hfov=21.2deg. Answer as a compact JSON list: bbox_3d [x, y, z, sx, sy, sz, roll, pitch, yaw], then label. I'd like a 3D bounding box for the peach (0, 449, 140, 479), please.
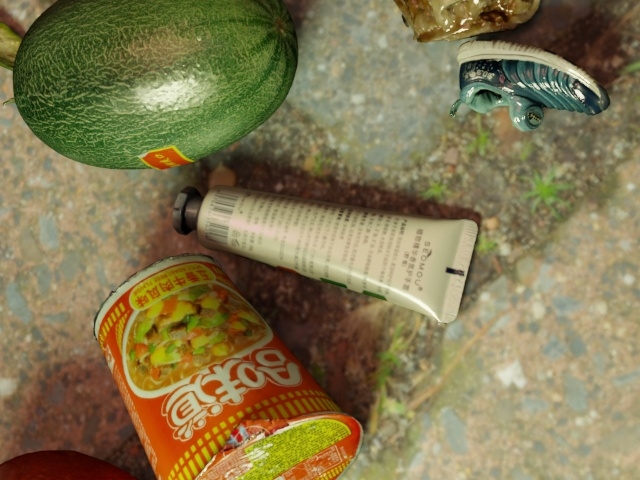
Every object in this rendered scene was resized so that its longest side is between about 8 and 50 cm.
[{"bbox_3d":[-0.216,0.320,1.460,0.281,0.238,0.281,7,62,-14],"label":"peach"}]

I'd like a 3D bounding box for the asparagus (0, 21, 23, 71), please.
[{"bbox_3d":[-0.351,-0.207,1.710,0.178,0.041,0.045,23,98,23],"label":"asparagus"}]

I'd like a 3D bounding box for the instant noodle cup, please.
[{"bbox_3d":[-0.096,0.128,1.481,0.193,0.193,0.212,-40,61,11],"label":"instant noodle cup"}]

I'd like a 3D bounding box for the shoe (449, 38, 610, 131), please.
[{"bbox_3d":[0.178,-0.128,1.470,0.143,0.064,0.071,14,85,26],"label":"shoe"}]

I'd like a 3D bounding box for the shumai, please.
[{"bbox_3d":[0.110,-0.241,1.488,0.146,0.116,0.145,-3,81,22],"label":"shumai"}]

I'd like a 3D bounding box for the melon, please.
[{"bbox_3d":[-0.159,-0.155,1.548,0.288,0.182,0.182,-8,78,19],"label":"melon"}]

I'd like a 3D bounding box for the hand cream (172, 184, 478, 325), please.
[{"bbox_3d":[0.000,0.000,1.528,0.276,0.059,0.095,13,84,18],"label":"hand cream"}]
